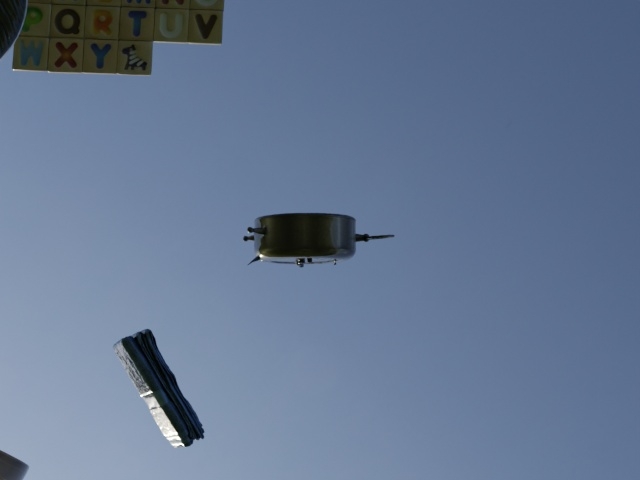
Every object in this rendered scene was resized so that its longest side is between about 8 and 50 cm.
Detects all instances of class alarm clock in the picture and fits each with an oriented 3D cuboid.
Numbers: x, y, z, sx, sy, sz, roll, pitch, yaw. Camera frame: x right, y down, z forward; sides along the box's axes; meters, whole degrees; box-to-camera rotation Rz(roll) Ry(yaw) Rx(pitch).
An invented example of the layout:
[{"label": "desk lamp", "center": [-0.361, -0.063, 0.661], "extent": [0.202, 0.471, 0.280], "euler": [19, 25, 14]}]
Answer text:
[{"label": "alarm clock", "center": [0.000, 0.000, 1.175], "extent": [0.191, 0.129, 0.064], "euler": [-3, -96, -7]}]

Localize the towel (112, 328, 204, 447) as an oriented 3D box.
[{"label": "towel", "center": [-0.153, 0.141, 0.880], "extent": [0.119, 0.029, 0.067], "euler": [59, -28, -2]}]

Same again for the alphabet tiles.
[{"label": "alphabet tiles", "center": [-0.228, -0.287, 1.065], "extent": [0.237, 0.009, 0.198], "euler": [2, -97, -1]}]

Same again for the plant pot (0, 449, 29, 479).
[{"label": "plant pot", "center": [-0.489, 0.277, 1.130], "extent": [0.237, 0.110, 0.237], "euler": [20, -21, 8]}]

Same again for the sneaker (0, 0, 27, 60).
[{"label": "sneaker", "center": [-0.429, -0.095, 0.765], "extent": [0.447, 0.257, 0.169], "euler": [-34, -76, -6]}]
